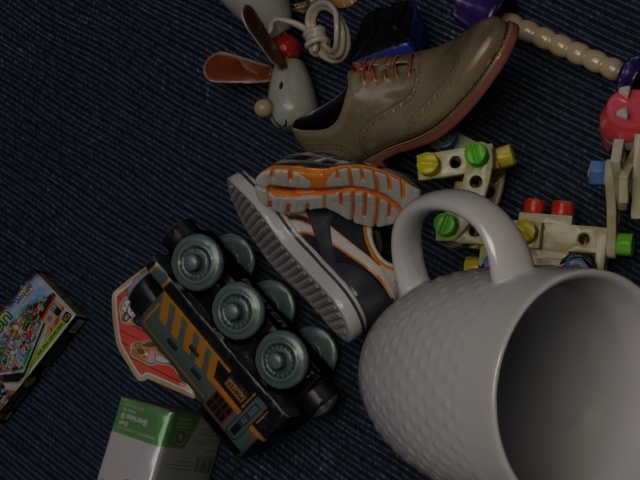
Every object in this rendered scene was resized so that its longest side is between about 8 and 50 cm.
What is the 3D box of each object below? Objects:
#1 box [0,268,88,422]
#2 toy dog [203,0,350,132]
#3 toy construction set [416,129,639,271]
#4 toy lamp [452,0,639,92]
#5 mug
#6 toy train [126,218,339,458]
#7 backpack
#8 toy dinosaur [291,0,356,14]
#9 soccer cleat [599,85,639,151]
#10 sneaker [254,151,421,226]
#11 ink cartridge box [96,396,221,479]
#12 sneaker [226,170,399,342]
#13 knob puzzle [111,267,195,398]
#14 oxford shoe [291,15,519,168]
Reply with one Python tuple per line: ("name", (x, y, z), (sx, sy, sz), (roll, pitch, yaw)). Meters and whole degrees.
("box", (-0.450, 0.158, 2.059), (0.114, 0.036, 0.207), (42, 97, 25))
("toy dog", (-0.111, -0.318, 1.922), (0.334, 0.161, 0.220), (63, 148, 27))
("toy construction set", (0.274, -0.043, 1.729), (0.327, 0.151, 0.215), (1, 79, 35))
("toy lamp", (0.296, -0.258, 1.793), (0.274, 0.080, 0.080), (30, 92, 27))
("mug", (0.189, 0.119, 1.603), (0.328, 0.276, 0.374), (1, 111, 58))
("toy train", (-0.123, 0.132, 1.853), (0.190, 0.142, 0.334), (-47, 74, 17))
("backpack", (0.097, -0.259, 1.871), (0.098, 0.101, 0.120), (-12, 42, 18))
("toy dinosaur", (0.036, -0.380, 1.959), (0.183, 0.053, 0.093), (-19, 87, 27))
("soccer cleat", (0.467, -0.129, 1.697), (0.248, 0.095, 0.083), (11, 61, 7))
("sneaker", (0.027, -0.077, 1.781), (0.214, 0.083, 0.084), (10, 121, 12))
("ink cartridge box", (-0.225, 0.328, 1.858), (0.093, 0.154, 0.213), (12, 84, 25))
("sneaker", (0.000, 0.000, 1.847), (0.127, 0.126, 0.321), (-31, 53, -16))
("knob puzzle", (-0.226, 0.111, 1.973), (0.213, 0.030, 0.213), (-5, 77, 23))
("oxford shoe", (0.101, -0.190, 1.772), (0.348, 0.130, 0.123), (-37, 21, 32))
